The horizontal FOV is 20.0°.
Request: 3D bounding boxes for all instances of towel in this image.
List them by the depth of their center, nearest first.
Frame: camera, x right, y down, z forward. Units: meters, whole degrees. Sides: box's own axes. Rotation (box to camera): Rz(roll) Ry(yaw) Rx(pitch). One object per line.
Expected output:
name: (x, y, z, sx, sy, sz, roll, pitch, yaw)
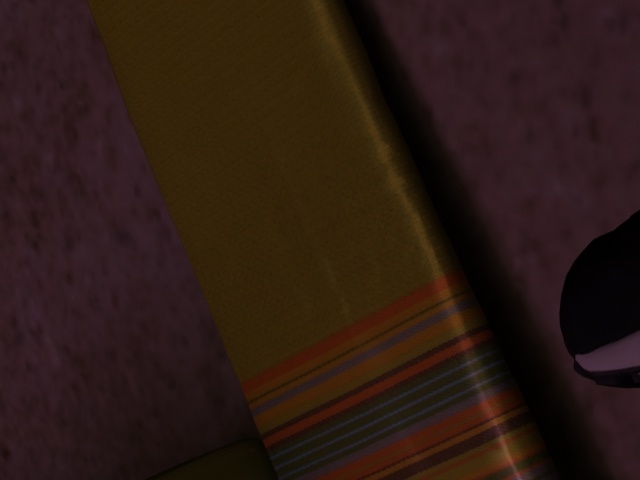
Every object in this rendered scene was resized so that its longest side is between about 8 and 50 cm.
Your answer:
towel: (0.000, 0.000, 0.585, 0.102, 0.021, 0.237, -30, 80, 39)

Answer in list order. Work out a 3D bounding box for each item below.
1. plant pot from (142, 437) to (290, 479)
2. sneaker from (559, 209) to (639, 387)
plant pot: (-0.106, 0.224, 0.629, 0.207, 0.228, 0.227, -25, 89, 54)
sneaker: (0.157, -0.061, 0.383, 0.283, 0.107, 0.124, -32, 69, 40)
